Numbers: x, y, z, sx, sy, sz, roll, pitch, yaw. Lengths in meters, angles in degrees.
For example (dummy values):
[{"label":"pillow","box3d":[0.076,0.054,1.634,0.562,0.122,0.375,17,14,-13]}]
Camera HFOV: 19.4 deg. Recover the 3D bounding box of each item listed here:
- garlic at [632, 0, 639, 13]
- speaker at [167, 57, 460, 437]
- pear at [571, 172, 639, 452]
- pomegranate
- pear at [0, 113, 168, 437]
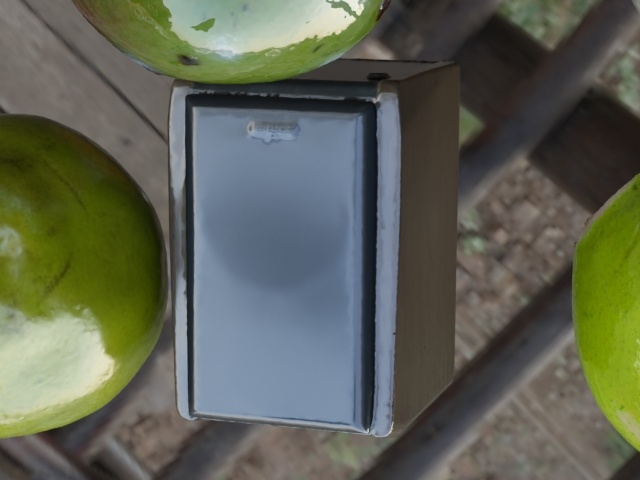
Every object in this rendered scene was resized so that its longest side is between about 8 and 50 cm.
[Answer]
[{"label":"garlic","box3d":[0.122,-0.085,0.516,0.084,0.152,0.066,-33,108,6]},{"label":"speaker","box3d":[0.000,0.000,1.227,0.153,0.192,0.231,3,100,17]},{"label":"pear","box3d":[0.258,0.061,1.139,0.187,0.219,0.187,-30,157,-15]},{"label":"pomegranate","box3d":[-0.018,-0.122,0.597,0.129,0.129,0.159,15,143,-33]},{"label":"pear","box3d":[-0.204,0.027,1.230,0.212,0.212,0.269,-38,169,-3]}]
